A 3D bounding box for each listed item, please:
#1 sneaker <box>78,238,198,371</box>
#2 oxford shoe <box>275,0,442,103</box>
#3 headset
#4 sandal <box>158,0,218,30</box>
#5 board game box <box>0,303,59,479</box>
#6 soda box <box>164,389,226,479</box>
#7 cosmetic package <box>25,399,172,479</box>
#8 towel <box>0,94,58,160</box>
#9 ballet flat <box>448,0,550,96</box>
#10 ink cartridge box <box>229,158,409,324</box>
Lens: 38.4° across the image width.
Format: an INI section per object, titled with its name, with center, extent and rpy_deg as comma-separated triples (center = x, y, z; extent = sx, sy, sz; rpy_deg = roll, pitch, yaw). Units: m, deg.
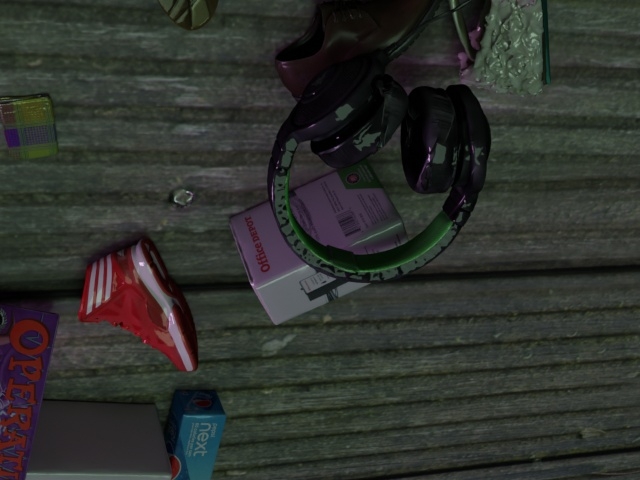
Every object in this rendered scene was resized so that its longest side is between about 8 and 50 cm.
[sneaker]
center = -0.256, 0.104, 1.272
extent = 0.128, 0.087, 0.221
rpy_deg = -17, 119, 4
[oxford shoe]
center = 0.045, -0.252, 1.089
extent = 0.227, 0.083, 0.096
rpy_deg = -36, 126, 8
[headset]
center = 0.092, -0.125, 1.028
extent = 0.243, 0.185, 0.394
rpy_deg = 16, 108, -16
[sandal]
center = -0.170, -0.312, 0.988
extent = 0.072, 0.049, 0.180
rpy_deg = -35, 116, 1
[board game box]
center = -0.473, 0.245, 1.172
extent = 0.208, 0.056, 0.347
rpy_deg = 14, 82, -29
[soda box]
center = -0.209, 0.341, 1.450
extent = 0.071, 0.067, 0.210
rpy_deg = 5, 114, -24
[cosmetic package]
center = -0.434, 0.356, 1.343
extent = 0.385, 0.156, 0.217
rpy_deg = 7, 122, -23
[towel]
center = -0.343, -0.134, 1.085
extent = 0.060, 0.009, 0.083
rpy_deg = -10, 130, -14
[ballet flat]
center = 0.207, -0.338, 1.055
extent = 0.147, 0.147, 0.409
rpy_deg = -15, 130, -9
[ink cartridge box]
center = 0.000, 0.000, 1.225
extent = 0.208, 0.153, 0.087
rpy_deg = -23, 132, 0
